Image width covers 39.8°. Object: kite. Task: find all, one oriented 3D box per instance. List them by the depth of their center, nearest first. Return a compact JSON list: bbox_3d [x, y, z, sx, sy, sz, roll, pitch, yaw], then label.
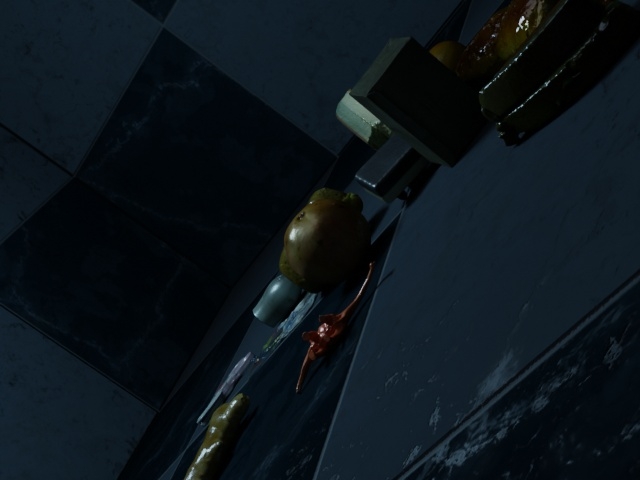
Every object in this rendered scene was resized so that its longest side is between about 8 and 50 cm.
[{"bbox_3d":[-0.097,0.232,2.244,0.310,0.015,0.169,-51,8,16],"label":"kite"}]

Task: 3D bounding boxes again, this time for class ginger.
[{"bbox_3d":[-0.231,0.452,1.860,0.118,0.065,0.299,-53,8,45],"label":"ginger"}]

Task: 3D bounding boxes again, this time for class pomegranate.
[{"bbox_3d":[0.018,0.005,1.902,0.191,0.191,0.191,-53,7,9],"label":"pomegranate"}]

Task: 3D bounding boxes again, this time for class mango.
[{"bbox_3d":[0.302,-0.400,2.226,0.221,0.120,0.151,-65,15,-14],"label":"mango"}]

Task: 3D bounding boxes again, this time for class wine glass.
[{"bbox_3d":[-0.094,0.135,2.372,0.202,0.093,0.093,-52,7,9],"label":"wine glass"}]

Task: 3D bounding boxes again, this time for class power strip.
[{"bbox_3d":[0.198,-0.197,1.931,0.256,0.070,0.105,-47,33,-3],"label":"power strip"}]

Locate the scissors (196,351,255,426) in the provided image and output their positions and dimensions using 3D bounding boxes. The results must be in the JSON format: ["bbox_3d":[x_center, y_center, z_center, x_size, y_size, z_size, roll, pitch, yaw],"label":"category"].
[{"bbox_3d":[-0.258,0.405,2.401,0.242,0.030,0.118,-54,6,-35],"label":"scissors"}]

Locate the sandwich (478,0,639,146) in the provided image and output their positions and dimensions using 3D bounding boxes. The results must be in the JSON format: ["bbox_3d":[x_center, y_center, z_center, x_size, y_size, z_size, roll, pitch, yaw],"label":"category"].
[{"bbox_3d":[0.362,-0.291,1.341,0.212,0.109,0.292,-58,7,-25],"label":"sandwich"}]

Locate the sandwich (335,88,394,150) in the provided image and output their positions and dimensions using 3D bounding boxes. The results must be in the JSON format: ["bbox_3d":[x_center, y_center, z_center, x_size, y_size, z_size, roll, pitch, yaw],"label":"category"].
[{"bbox_3d":[0.147,-0.332,2.520,0.108,0.220,0.186,-52,7,6],"label":"sandwich"}]

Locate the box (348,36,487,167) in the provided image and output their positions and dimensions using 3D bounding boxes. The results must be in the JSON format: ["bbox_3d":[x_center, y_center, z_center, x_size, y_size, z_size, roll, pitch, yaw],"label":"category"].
[{"bbox_3d":[0.202,-0.279,1.780,0.149,0.231,0.155,-53,15,1],"label":"box"}]

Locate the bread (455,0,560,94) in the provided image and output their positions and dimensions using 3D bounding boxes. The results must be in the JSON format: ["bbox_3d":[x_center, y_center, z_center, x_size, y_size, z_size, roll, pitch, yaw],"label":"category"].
[{"bbox_3d":[0.378,-0.406,1.699,0.380,0.109,0.185,155,138,-74],"label":"bread"}]

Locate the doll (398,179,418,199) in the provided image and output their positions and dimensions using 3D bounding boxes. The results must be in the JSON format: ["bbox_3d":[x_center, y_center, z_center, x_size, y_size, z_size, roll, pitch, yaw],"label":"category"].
[{"bbox_3d":[0.191,-0.162,2.028,0.096,0.070,0.195,-43,20,23],"label":"doll"}]

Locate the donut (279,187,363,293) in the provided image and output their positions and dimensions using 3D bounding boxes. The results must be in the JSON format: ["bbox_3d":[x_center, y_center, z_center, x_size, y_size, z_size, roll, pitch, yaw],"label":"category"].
[{"bbox_3d":[0.000,0.000,2.125,0.261,0.128,0.208,-60,-8,-30],"label":"donut"}]

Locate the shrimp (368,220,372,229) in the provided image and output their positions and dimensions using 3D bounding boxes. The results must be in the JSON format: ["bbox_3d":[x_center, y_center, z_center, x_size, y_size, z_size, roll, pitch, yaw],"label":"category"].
[{"bbox_3d":[0.093,-0.007,2.099,0.092,0.029,0.038,-49,-3,4],"label":"shrimp"}]

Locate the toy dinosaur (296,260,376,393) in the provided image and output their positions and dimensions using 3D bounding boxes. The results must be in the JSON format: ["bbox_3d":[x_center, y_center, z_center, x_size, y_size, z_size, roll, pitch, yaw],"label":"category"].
[{"bbox_3d":[0.021,0.158,1.631,0.279,0.055,0.101,-55,-16,11],"label":"toy dinosaur"}]
